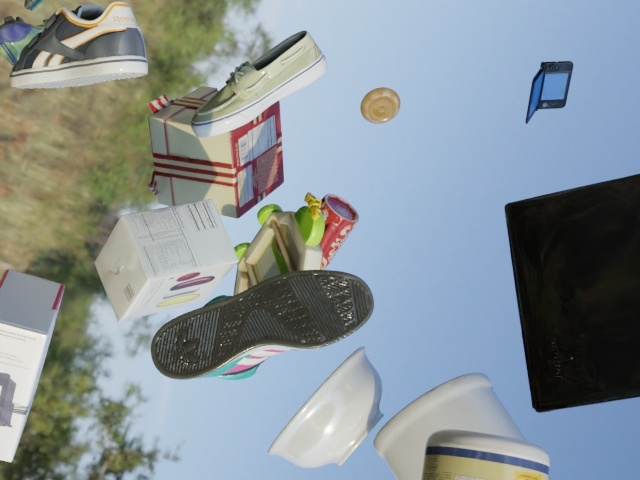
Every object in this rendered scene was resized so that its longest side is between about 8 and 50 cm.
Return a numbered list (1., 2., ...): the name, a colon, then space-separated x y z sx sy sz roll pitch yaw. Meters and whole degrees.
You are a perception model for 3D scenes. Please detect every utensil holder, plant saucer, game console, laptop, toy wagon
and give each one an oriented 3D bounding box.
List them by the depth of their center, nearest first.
1. laptop: 0.558 0.102 1.664 0.236 0.408 0.381 -37 -133 47
2. toy wagon: -0.072 0.049 2.011 0.344 0.068 0.267 -54 -139 32
3. plant saucer: 0.122 -0.268 2.019 0.083 0.083 0.015 -59 -153 27
4. game console: 0.502 -0.324 2.196 0.071 0.107 0.122 -97 -174 -47
5. utensil holder: 0.360 0.561 2.364 0.385 0.328 0.327 57 -48 28

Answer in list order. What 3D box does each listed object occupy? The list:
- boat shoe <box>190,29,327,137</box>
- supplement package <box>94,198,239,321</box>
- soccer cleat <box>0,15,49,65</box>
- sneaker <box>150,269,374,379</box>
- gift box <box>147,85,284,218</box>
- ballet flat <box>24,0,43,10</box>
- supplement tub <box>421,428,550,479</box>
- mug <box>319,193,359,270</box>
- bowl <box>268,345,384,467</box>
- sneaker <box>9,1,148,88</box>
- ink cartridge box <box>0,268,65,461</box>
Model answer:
1. boat shoe: -0.132 -0.311 1.976 0.302 0.094 0.109 -32 -149 -7
2. supplement package: -0.310 0.040 1.998 0.194 0.203 0.149 -47 -117 50
3. soccer cleat: -0.632 -0.444 2.290 0.093 0.121 0.289 -27 178 26
4. sneaker: -0.073 0.118 1.367 0.178 0.296 0.123 78 -3 -86
5. gift box: -0.261 -0.212 2.320 0.276 0.258 0.255 -36 132 -53
6. ballet flat: -0.494 -0.532 1.904 0.221 0.079 0.077 -36 -155 8
7. supplement tub: 0.281 0.513 1.789 0.228 0.228 0.316 149 -47 -67
8. mug: 0.007 0.001 2.167 0.169 0.113 0.150 -53 -141 24
9. bowl: 0.037 0.371 2.074 0.298 0.134 0.298 -47 170 -11
10. sneaker: -0.411 -0.326 1.689 0.321 0.126 0.127 -1 -83 38
11. ink cartridge box: -0.481 0.192 1.542 0.172 0.100 0.237 -101 -150 -66
